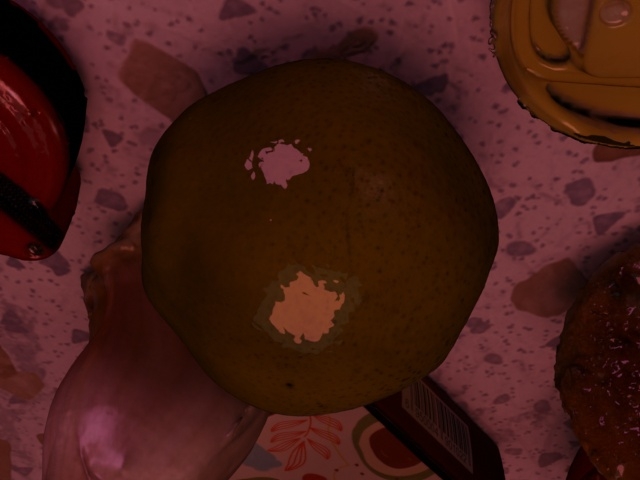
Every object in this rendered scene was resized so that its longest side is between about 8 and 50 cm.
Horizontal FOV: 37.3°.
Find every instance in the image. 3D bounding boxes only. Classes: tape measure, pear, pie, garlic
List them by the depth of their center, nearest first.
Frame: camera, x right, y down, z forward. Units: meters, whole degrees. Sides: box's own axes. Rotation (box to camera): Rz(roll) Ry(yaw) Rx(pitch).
[{"bbox_3d":[0.000,0.000,0.776,0.294,0.294,0.294,1,134,1],"label":"pear"},{"bbox_3d":[-0.329,-0.097,0.803,0.253,0.114,0.260,7,134,-5],"label":"tape measure"},{"bbox_3d":[0.368,0.128,0.885,0.315,0.315,0.092,-18,163,19],"label":"pie"},{"bbox_3d":[-0.175,0.153,0.908,0.286,0.313,0.249,-25,139,27],"label":"garlic"}]

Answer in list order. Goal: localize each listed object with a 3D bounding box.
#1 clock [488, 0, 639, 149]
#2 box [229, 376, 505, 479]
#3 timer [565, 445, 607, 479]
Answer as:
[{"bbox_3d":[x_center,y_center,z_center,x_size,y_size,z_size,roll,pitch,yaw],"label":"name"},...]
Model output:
[{"bbox_3d":[0.273,-0.189,0.716,0.293,0.071,0.277,4,138,-1],"label":"clock"},{"bbox_3d":[-0.025,0.276,1.147,0.385,0.122,0.344,-25,129,25],"label":"box"},{"bbox_3d":[0.461,0.317,1.060,0.378,0.279,0.378,2,136,2],"label":"timer"}]
